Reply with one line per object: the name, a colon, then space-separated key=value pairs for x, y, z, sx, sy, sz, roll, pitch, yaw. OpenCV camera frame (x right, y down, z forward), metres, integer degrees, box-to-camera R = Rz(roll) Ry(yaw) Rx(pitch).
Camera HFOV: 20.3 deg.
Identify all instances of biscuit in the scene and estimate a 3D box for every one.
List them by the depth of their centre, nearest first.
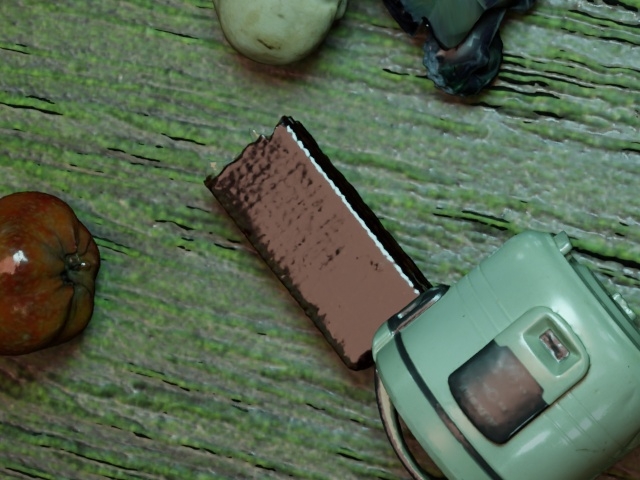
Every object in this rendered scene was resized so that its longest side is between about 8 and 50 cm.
biscuit: x=0.000 y=0.000 z=1.684 sx=0.106 sy=0.070 sz=0.252 roll=-41 pitch=80 yaw=9

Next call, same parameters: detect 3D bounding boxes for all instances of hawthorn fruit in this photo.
hawthorn fruit: x=-0.317 y=0.037 z=1.729 sx=0.203 sy=0.162 sz=0.163 roll=-8 pitch=86 yaw=30

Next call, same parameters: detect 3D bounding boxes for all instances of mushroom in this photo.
mushroom: x=-0.031 y=-0.246 z=1.661 sx=0.127 sy=0.166 sz=0.166 roll=2 pitch=89 yaw=-25

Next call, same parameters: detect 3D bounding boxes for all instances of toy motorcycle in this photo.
toy motorcycle: x=0.108 y=-0.260 z=1.607 sx=0.159 sy=0.106 sz=0.270 roll=-44 pitch=122 yaw=-9

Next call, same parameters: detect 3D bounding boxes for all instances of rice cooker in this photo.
rice cooker: x=0.169 y=0.125 z=1.562 sx=0.244 sy=0.226 sz=0.226 roll=-39 pitch=80 yaw=12
